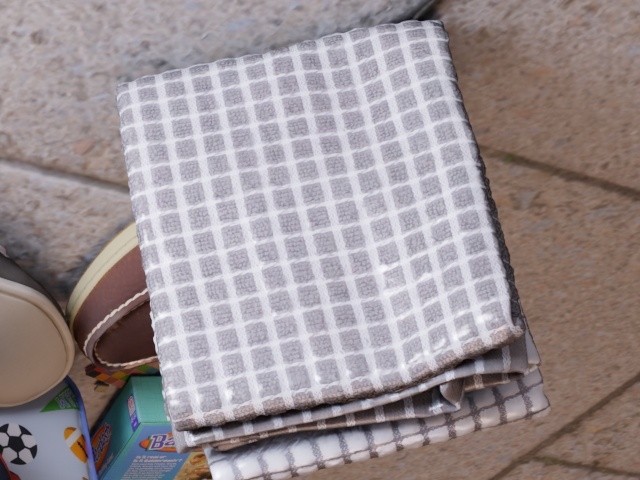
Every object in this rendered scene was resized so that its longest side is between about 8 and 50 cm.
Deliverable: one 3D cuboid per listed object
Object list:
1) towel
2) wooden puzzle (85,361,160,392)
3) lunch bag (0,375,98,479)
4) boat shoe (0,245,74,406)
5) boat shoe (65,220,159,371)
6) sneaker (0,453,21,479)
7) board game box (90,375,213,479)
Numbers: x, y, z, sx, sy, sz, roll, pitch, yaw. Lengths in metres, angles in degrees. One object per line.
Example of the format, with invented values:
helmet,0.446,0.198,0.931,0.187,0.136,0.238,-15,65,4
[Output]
towel,0.000,0.000,1.242,0.235,0.284,0.121,-12,148,-2
wooden puzzle,-0.159,0.104,1.614,0.083,0.006,0.049,-31,144,27
lunch bag,-0.315,0.194,1.477,0.303,0.243,0.115,8,143,-32
boat shoe,-0.279,0.021,1.382,0.112,0.095,0.335,-34,149,7
boat shoe,-0.043,0.029,1.424,0.342,0.123,0.123,-27,146,22
sneaker,-0.356,0.115,1.352,0.131,0.350,0.148,-54,174,9
board game box,-0.123,0.188,1.717,0.160,0.047,0.210,2,146,-28
